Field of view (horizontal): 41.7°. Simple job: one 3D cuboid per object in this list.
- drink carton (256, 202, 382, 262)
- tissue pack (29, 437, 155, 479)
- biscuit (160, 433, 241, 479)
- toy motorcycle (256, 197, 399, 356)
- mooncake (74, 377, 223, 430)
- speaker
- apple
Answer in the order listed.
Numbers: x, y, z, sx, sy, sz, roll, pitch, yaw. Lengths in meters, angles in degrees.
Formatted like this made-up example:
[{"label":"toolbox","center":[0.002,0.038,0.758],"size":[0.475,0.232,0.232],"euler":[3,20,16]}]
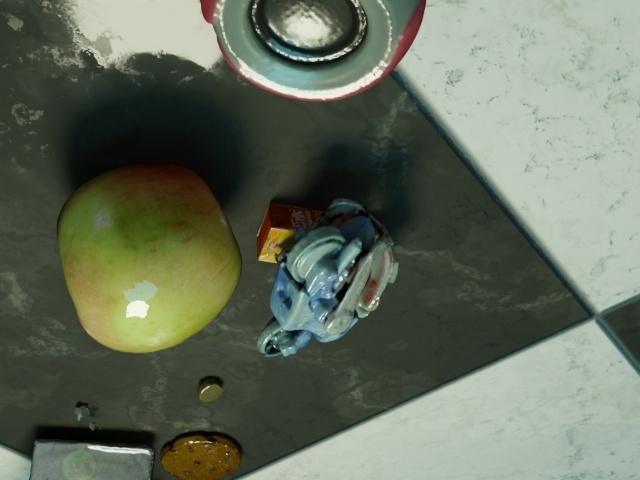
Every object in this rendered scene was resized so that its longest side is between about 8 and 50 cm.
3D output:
[{"label":"drink carton","center":[0.000,0.000,1.567],"size":[0.223,0.071,0.096],"euler":[9,135,-15]},{"label":"tissue pack","center":[-0.556,0.675,1.980],"size":[0.288,0.394,0.124],"euler":[8,169,-14]},{"label":"biscuit","center":[-0.301,0.551,2.132],"size":[0.212,0.036,0.212],"euler":[-4,138,-4]},{"label":"toy motorcycle","center":[0.027,0.092,1.481],"size":[0.241,0.182,0.319],"euler":[9,132,-16]},{"label":"mooncake","center":[-0.397,0.380,1.923],"size":[0.347,0.057,0.150],"euler":[1,124,-4]},{"label":"speaker","center":[-0.008,-0.320,1.084],"size":[0.294,0.294,0.294],"euler":[-4,137,-4]},{"label":"apple","center":[-0.278,0.022,1.384],"size":[0.277,0.319,0.319],"euler":[-16,138,-10]}]
